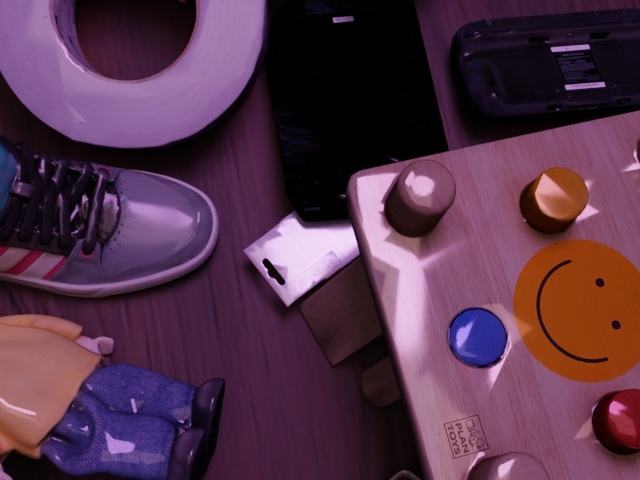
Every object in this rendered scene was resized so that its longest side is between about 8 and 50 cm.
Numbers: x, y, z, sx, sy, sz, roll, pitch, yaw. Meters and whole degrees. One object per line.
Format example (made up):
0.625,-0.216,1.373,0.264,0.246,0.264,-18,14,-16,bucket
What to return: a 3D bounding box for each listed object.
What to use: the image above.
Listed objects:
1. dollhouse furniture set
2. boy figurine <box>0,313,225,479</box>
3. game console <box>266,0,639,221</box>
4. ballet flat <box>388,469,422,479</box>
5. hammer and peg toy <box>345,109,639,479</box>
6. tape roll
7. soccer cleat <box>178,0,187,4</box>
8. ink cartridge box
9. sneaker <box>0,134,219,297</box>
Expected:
0.100,0.068,0.753,0.151,0.123,0.144,-20,76,-43,dollhouse furniture set
-0.219,0.120,0.668,0.285,0.092,0.177,13,32,1,boy figurine
0.139,-0.131,0.785,0.361,0.044,0.213,-6,67,-6,game console
0.101,0.196,0.699,0.248,0.086,0.086,-29,79,-9,ballet flat
0.175,0.100,0.587,0.266,0.127,0.361,-12,75,-10,hammer and peg toy
-0.151,-0.182,0.743,0.219,0.072,0.219,0,97,0,tape roll
-0.048,-0.303,0.818,0.248,0.083,0.095,-31,95,-9,soccer cleat
0.000,0.000,0.764,0.115,0.029,0.063,-37,80,-10,ink cartridge box
-0.226,-0.035,0.683,0.295,0.178,0.123,2,76,-3,sneaker
